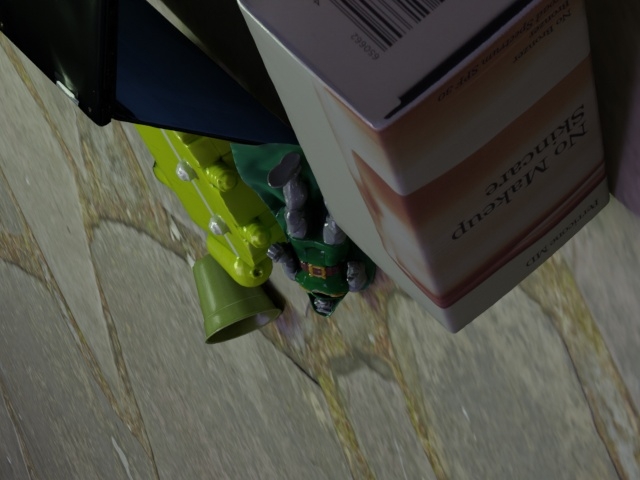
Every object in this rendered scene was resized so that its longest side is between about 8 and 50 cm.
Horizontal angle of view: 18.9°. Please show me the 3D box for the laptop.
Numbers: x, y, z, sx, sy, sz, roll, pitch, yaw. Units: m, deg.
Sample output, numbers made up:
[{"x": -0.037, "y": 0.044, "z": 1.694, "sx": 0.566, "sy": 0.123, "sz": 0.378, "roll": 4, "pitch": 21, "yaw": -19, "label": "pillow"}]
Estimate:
[{"x": -0.192, "y": -0.280, "z": 1.541, "sx": 0.382, "sy": 0.236, "sz": 0.408, "roll": 43, "pitch": 144, "yaw": 29, "label": "laptop"}]

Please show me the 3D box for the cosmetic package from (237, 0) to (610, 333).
[{"x": 0.073, "y": -0.080, "z": 1.158, "sx": 0.129, "sy": 0.153, "sz": 0.296, "roll": 46, "pitch": 173, "yaw": 25, "label": "cosmetic package"}]

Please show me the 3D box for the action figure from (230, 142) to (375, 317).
[{"x": 0.000, "y": 0.000, "z": 1.629, "sx": 0.137, "sy": 0.063, "sz": 0.232, "roll": 13, "pitch": 153, "yaw": 13, "label": "action figure"}]

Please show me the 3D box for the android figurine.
[{"x": -0.113, "y": -0.066, "z": 1.761, "sx": 0.248, "sy": 0.056, "sz": 0.273, "roll": 61, "pitch": 169, "yaw": -29, "label": "android figurine"}]

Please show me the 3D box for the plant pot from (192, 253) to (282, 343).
[{"x": -0.092, "y": 0.052, "z": 1.931, "sx": 0.083, "sy": 0.083, "sz": 0.079, "roll": 123, "pitch": 126, "yaw": -67, "label": "plant pot"}]
